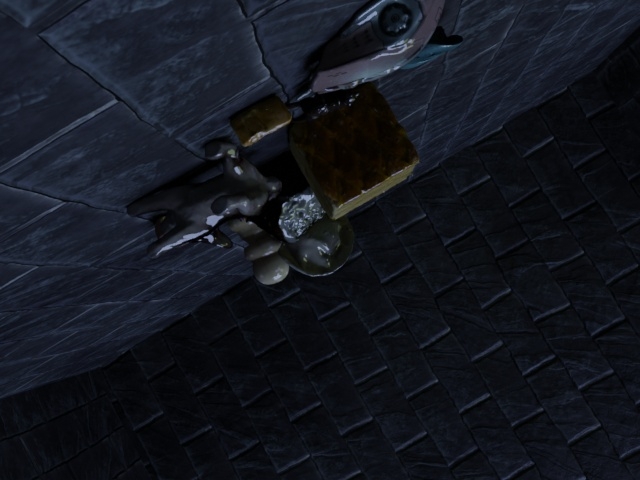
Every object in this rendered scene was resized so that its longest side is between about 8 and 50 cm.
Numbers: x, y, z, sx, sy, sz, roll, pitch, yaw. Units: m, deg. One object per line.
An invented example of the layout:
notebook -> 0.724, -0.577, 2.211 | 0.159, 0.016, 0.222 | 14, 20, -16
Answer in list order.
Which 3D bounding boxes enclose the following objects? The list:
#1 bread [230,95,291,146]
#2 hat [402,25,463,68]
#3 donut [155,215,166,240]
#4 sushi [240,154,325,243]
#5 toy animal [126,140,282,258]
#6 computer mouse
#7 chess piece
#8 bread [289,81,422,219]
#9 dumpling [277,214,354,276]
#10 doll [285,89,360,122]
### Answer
bread -> -0.133, -0.266, 1.258 | 0.132, 0.074, 0.053 | -28, -176, -6
hat -> 0.259, -0.483, 1.383 | 0.138, 0.077, 0.191 | -18, -173, -29
donut -> -0.378, -0.060, 1.662 | 0.233, 0.085, 0.199 | -29, 173, -13
sushi -> -0.077, -0.165, 1.767 | 0.348, 0.208, 0.234 | -39, 143, -31
toy animal -> -0.275, -0.085, 1.470 | 0.344, 0.194, 0.303 | -27, 170, 22
computer mouse -> 0.107, -0.394, 1.196 | 0.389, 0.114, 0.199 | -34, 170, 20
chess piece -> -0.208, 0.006, 1.919 | 0.167, 0.299, 0.167 | -22, 175, -2
bread -> 0.085, -0.243, 1.558 | 0.279, 0.279, 0.207 | -27, 175, -5
dumpling -> -0.002, -0.001, 1.869 | 0.243, 0.227, 0.175 | -56, 161, 1
doll -> 0.016, -0.322, 1.323 | 0.139, 0.057, 0.165 | -27, -162, -31
